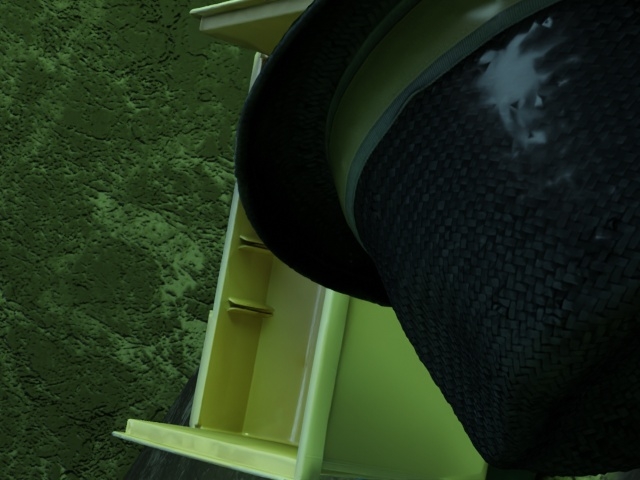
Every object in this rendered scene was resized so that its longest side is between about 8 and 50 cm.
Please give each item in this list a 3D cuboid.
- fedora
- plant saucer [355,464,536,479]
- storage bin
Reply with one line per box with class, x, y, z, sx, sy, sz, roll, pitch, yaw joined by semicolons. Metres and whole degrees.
fedora;0.125;-0.006;0.753;0.334;0.334;0.152;-50;41;48
plant saucer;0.024;0.217;1.130;0.317;0.044;0.317;-55;8;11
storage bin;0.000;0.000;1.078;0.260;0.123;0.262;2;81;61
